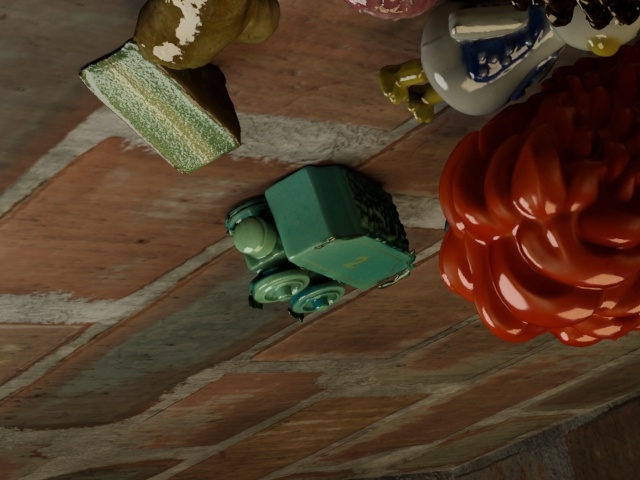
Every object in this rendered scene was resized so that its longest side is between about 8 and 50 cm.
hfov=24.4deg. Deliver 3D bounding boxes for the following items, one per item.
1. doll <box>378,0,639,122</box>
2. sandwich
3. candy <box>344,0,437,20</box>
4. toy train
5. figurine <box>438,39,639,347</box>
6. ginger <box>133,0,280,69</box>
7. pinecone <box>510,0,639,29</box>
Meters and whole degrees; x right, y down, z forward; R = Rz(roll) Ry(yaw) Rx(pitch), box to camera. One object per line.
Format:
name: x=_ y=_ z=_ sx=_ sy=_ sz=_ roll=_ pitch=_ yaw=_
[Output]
doll: x=0.183 y=-0.178 z=1.210 sx=0.293 sy=0.119 sz=0.138 roll=-27 pitch=148 yaw=30
sandwich: x=-0.133 y=-0.109 z=1.232 sx=0.074 sy=0.074 sz=0.116 roll=-27 pitch=158 yaw=29
candy: x=0.047 y=-0.206 z=1.051 sx=0.103 sy=0.103 sz=0.043 roll=-6 pitch=153 yaw=-24
toy train: x=0.000 y=0.000 z=1.603 sx=0.163 sy=0.112 sz=0.203 roll=-29 pitch=158 yaw=20
figurine: x=0.242 y=-0.051 z=1.373 sx=0.306 sy=0.241 sz=0.412 roll=-17 pitch=-169 yaw=1
ginger: x=-0.075 y=-0.201 z=1.027 sx=0.118 sy=0.065 sz=0.299 roll=-25 pitch=165 yaw=-14
pinecone: x=0.182 y=-0.224 z=1.036 sx=0.163 sy=0.163 sz=0.165 roll=4 pitch=171 yaw=-44
